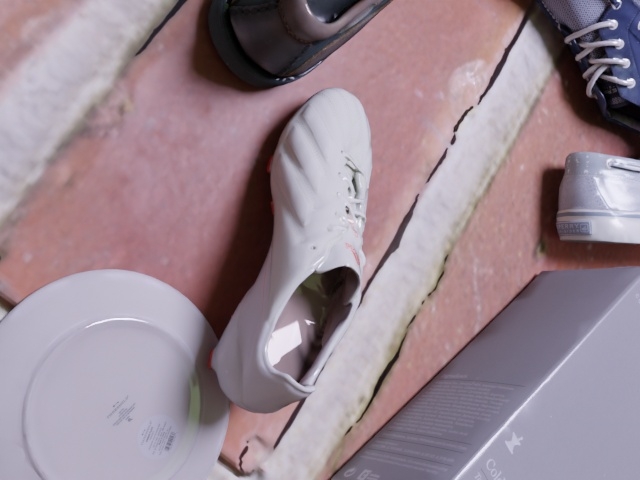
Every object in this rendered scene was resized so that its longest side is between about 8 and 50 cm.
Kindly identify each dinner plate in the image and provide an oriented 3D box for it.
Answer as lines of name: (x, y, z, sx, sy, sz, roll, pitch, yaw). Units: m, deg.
dinner plate: (-0.104, 0.085, 0.434, 0.141, 0.017, 0.141, 1, 88, -36)

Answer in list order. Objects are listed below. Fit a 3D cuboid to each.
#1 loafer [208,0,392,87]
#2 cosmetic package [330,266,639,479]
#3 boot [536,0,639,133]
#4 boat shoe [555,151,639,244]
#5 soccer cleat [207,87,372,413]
loafer: (0.046, -0.191, 0.505, 0.096, 0.084, 0.267, 47, 67, -22)
cosmetic package: (0.136, 0.129, 0.550, 0.238, 0.107, 0.127, -39, 106, -27)
boot: (0.212, -0.146, 0.635, 0.190, 0.069, 0.086, 21, 72, -34)
boat shoe: (0.274, -0.038, 0.668, 0.227, 0.079, 0.081, -2, 93, -32)
soccer cleat: (0.000, 0.000, 0.469, 0.068, 0.076, 0.196, 31, 65, -30)
